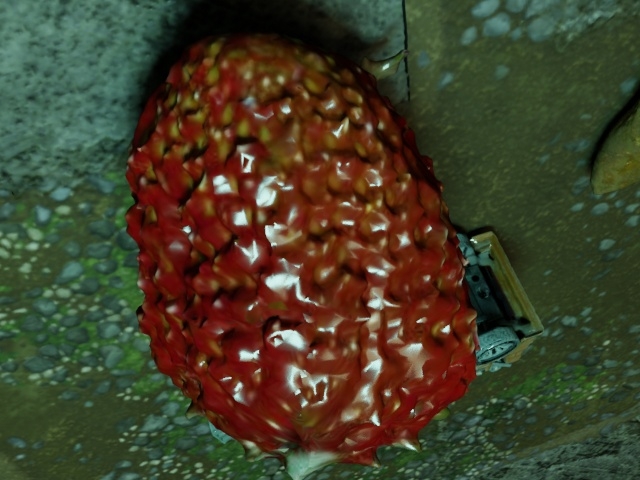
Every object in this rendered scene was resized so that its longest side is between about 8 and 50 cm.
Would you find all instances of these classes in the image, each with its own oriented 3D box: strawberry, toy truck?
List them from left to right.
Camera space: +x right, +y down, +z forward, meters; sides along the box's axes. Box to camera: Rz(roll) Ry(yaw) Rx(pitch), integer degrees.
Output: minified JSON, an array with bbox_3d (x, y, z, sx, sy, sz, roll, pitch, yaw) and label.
[{"bbox_3d":[0.001,-0.001,0.736,0.292,0.292,0.343,-5,122,-19],"label":"strawberry"},{"bbox_3d":[0.039,0.124,0.966,0.339,0.132,0.184,-18,152,-9],"label":"toy truck"}]

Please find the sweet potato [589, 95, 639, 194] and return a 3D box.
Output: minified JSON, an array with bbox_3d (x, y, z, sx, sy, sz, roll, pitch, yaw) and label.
[{"bbox_3d":[0.378,-0.152,0.846,0.341,0.092,0.114,-37,154,18],"label":"sweet potato"}]
